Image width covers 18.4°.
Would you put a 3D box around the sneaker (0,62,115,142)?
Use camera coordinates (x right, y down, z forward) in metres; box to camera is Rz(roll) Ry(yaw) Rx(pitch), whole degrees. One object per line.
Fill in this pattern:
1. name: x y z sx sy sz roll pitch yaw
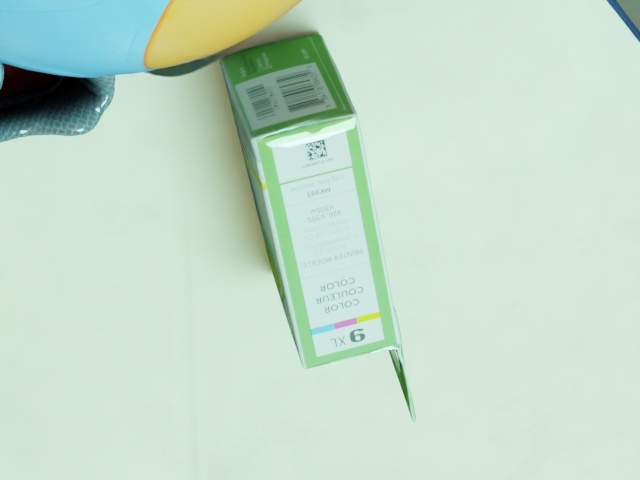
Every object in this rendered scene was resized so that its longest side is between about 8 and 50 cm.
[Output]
1. sneaker: -0.211 -0.089 0.975 0.262 0.125 0.104 -12 129 -42

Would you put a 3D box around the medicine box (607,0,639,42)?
1. medicine box: 0.301 -0.101 1.057 0.289 0.263 0.149 34 108 -26

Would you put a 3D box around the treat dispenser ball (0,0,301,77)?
1. treat dispenser ball: -0.101 -0.217 0.888 0.288 0.288 0.288 -5 120 -9

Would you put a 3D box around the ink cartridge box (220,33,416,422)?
1. ink cartridge box: 0.000 0.000 1.137 0.062 0.109 0.209 -15 121 -4
